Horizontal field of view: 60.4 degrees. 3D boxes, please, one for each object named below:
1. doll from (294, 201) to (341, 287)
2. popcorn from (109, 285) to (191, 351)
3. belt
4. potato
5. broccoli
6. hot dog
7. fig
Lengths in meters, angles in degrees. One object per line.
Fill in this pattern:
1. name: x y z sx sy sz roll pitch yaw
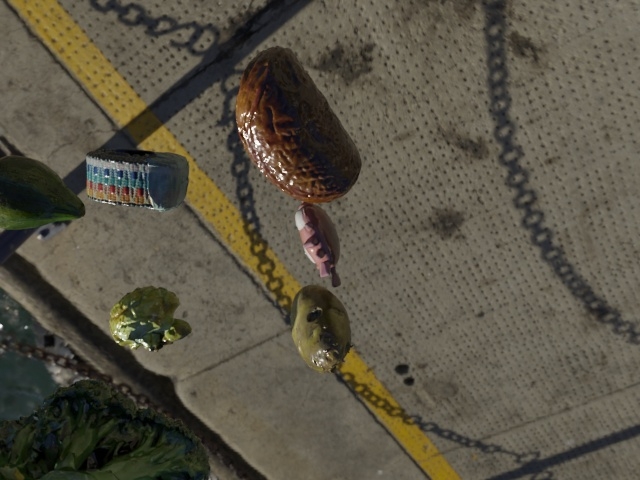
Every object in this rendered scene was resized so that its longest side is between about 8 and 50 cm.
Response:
1. doll: 0.000 0.000 1.447 0.093 0.211 0.261 -18 106 11
2. popcorn: -0.453 0.217 1.479 0.213 0.198 0.198 32 118 -2
3. belt: -0.474 -0.164 1.440 0.258 0.207 0.149 4 106 -5
4. potato: 0.005 0.229 1.408 0.142 0.296 0.191 6 107 -13
5. broccoli: -0.289 0.322 0.673 0.308 0.307 0.275 22 147 -9
6. hot dog: -0.054 -0.263 1.309 0.174 0.266 0.387 -14 125 38
7. fig: -0.460 -0.063 0.880 0.156 0.123 0.123 30 118 -14
